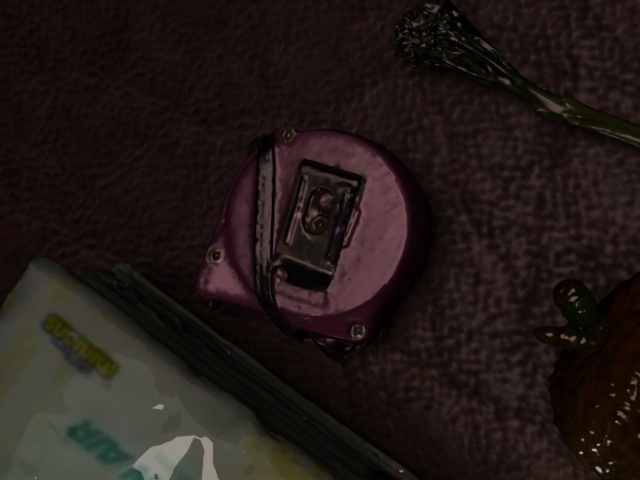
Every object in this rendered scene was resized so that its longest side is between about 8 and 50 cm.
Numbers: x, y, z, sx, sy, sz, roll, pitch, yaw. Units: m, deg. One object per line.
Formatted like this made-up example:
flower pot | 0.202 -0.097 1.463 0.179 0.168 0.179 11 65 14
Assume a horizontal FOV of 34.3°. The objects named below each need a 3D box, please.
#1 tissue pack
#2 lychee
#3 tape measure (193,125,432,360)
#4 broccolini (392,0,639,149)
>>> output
tissue pack | -0.126 0.240 0.558 0.287 0.162 0.388 34 95 17
lychee | 0.169 0.069 0.505 0.146 0.114 0.114 29 95 -5
tape measure | 0.000 0.000 0.583 0.118 0.074 0.125 16 92 17
broccolini | 0.135 -0.071 0.565 0.218 0.042 0.044 32 96 16
